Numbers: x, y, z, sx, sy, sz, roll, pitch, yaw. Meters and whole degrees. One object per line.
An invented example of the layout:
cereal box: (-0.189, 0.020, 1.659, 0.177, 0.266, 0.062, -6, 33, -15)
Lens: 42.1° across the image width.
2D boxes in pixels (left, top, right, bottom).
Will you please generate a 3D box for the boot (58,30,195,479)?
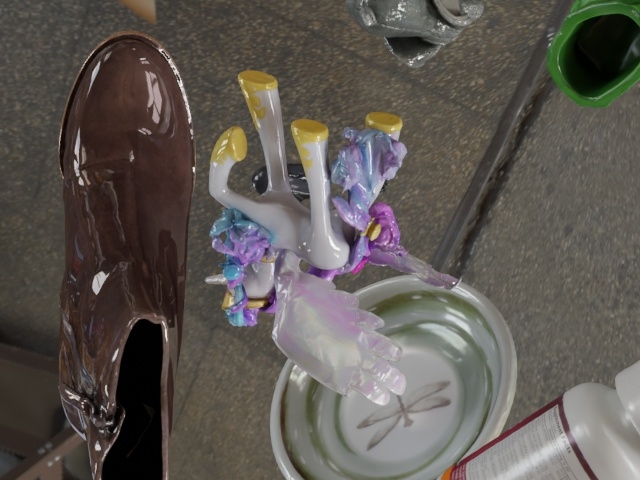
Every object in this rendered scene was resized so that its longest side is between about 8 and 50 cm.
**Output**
boot: (-0.102, 0.009, 0.472, 0.090, 0.207, 0.249, 3, 102, -20)

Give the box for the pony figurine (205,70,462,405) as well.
pony figurine: (0.000, 0.000, 1.091, 0.350, 0.303, 0.364, 21, 126, 18)

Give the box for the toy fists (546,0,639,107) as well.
toy fists: (0.268, -0.226, 0.616, 0.096, 0.142, 0.279, 41, 150, 10)

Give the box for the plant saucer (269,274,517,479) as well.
plant saucer: (0.115, 0.238, 1.256, 0.400, 0.401, 0.100, -17, 135, 24)

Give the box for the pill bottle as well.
pill bottle: (0.206, 0.192, 0.671, 0.221, 0.121, 0.121, -41, 89, 24)

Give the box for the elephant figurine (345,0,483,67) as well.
elephant figurine: (0.174, -0.372, 1.359, 0.239, 0.169, 0.186, 26, 88, -20)

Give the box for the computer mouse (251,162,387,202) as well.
computer mouse: (0.002, -0.103, 1.424, 0.241, 0.041, 0.071, -3, 67, -16)
